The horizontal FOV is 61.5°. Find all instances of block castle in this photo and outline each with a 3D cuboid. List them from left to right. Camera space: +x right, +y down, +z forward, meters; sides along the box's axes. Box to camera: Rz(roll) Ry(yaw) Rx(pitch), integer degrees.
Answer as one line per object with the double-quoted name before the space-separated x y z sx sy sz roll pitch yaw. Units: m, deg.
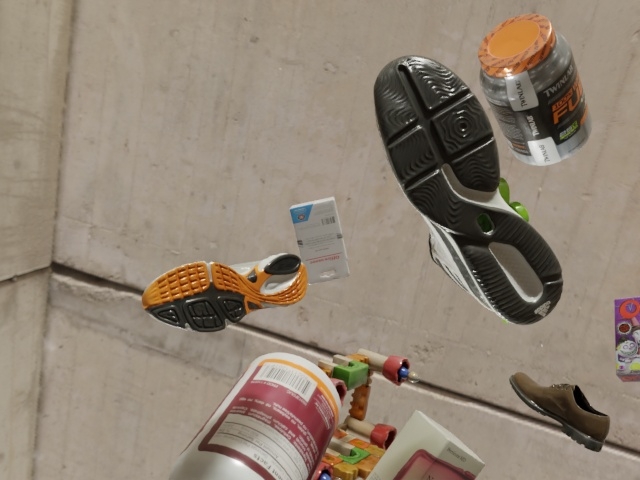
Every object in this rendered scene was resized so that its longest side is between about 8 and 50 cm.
"block castle" 0.084 0.477 1.451 0.212 0.453 0.303 12 -86 33

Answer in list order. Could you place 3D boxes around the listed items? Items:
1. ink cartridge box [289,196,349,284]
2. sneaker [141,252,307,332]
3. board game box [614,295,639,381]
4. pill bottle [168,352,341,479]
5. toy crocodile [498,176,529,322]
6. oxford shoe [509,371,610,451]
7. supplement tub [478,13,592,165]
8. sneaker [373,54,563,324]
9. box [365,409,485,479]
"ink cartridge box" 0.000 0.000 1.229 0.104 0.060 0.180 -12 -80 1
"sneaker" -0.148 0.081 0.802 0.121 0.262 0.099 -14 -97 47
"board game box" 0.859 0.212 1.220 0.346 0.208 0.056 -16 -47 43
"pill bottle" -0.124 0.401 0.959 0.223 0.392 0.224 10 -61 19
"toy crocodile" 0.407 0.022 1.214 0.115 0.105 0.341 -21 -77 -16
"oxford shoe" 0.502 0.332 1.130 0.227 0.082 0.096 31 -73 49
"supplement tub" 0.480 -0.332 1.211 0.193 0.194 0.316 -26 -44 22
"sneaker" 0.197 -0.070 0.902 0.169 0.257 0.448 -31 -85 -8
"box" 0.223 0.527 1.192 0.148 0.127 0.232 39 -94 -28
